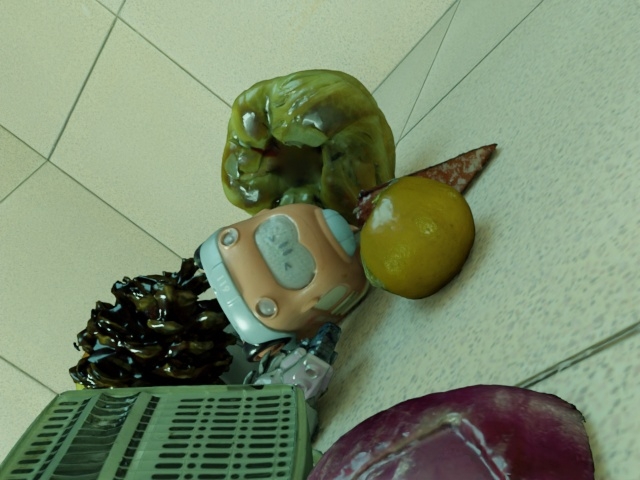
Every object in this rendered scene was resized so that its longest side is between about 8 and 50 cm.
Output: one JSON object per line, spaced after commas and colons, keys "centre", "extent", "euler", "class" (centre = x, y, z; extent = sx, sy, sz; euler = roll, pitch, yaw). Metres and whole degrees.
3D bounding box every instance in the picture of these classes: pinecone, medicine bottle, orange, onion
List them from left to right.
{"centre": [-0.244, 0.159, 1.003], "extent": [0.243, 0.243, 0.257], "euler": [-90, -2, -74], "class": "pinecone"}
{"centre": [-0.169, 0.227, 1.209], "extent": [0.135, 0.135, 0.215], "euler": [-46, 12, 32], "class": "medicine bottle"}
{"centre": [0.054, 0.187, 0.453], "extent": [0.247, 0.111, 0.250], "euler": [-44, 11, 45], "class": "onion"}
{"centre": [0.108, -0.006, 0.809], "extent": [0.156, 0.134, 0.156], "euler": [-39, 9, 7], "class": "orange"}

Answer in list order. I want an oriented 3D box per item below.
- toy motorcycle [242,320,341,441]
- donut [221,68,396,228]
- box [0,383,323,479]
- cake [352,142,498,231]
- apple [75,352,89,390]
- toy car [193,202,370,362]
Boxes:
{"centre": [-0.055, 0.224, 0.826], "extent": [0.204, 0.108, 0.239], "euler": [-59, -13, -56], "class": "toy motorcycle"}
{"centre": [-0.022, -0.159, 1.292], "extent": [0.360, 0.360, 0.170], "euler": [-46, 5, 31], "class": "donut"}
{"centre": [-0.137, 0.241, 0.607], "extent": [0.220, 0.290, 0.166], "euler": [-89, -3, -75], "class": "box"}
{"centre": [0.136, -0.081, 0.974], "extent": [0.220, 0.116, 0.086], "euler": [-53, 4, 3], "class": "cake"}
{"centre": [-0.342, 0.297, 1.355], "extent": [0.233, 0.286, 0.286], "euler": [-23, -10, -38], "class": "apple"}
{"centre": [-0.031, 0.045, 0.976], "extent": [0.212, 0.181, 0.270], "euler": [-35, -20, 13], "class": "toy car"}
